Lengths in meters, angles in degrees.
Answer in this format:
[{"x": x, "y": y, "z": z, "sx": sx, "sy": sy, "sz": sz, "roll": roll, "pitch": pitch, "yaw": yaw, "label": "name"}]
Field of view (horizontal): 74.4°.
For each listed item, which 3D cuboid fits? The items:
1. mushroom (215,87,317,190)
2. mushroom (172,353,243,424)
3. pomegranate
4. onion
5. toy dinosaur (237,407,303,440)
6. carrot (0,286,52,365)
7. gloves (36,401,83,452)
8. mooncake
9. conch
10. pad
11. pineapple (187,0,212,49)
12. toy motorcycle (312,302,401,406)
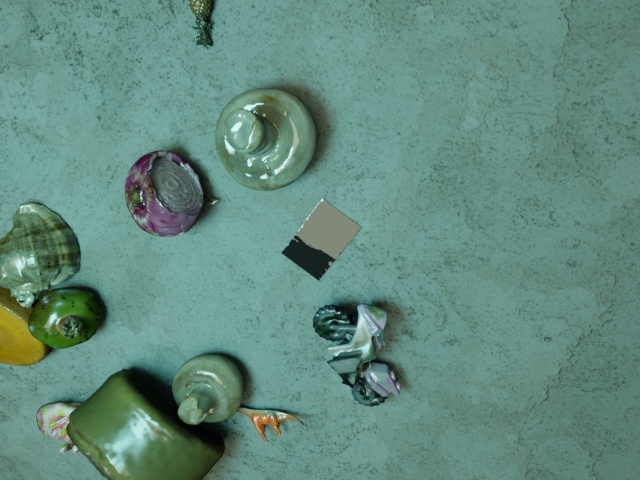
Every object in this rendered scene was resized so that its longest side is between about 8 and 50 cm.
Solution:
[{"x": -0.136, "y": -0.227, "z": 0.952, "sx": 0.243, "sy": 0.243, "sz": 0.244, "roll": 2, "pitch": 105, "yaw": 9, "label": "mushroom"}, {"x": -0.318, "y": 0.424, "z": 1.166, "sx": 0.204, "sy": 0.204, "sz": 0.204, "roll": 2, "pitch": 105, "yaw": 9, "label": "mushroom"}, {"x": -0.703, "y": 0.223, "z": 1.171, "sx": 0.180, "sy": 0.209, "sz": 0.180, "roll": -11, "pitch": 109, "yaw": -34, "label": "pomegranate"}, {"x": -0.399, "y": -0.108, "z": 1.056, "sx": 0.200, "sy": 0.200, "sz": 0.207, "roll": -30, "pitch": 111, "yaw": 15, "label": "onion"}, {"x": -0.179, "y": 0.534, "z": 1.250, "sx": 0.279, "sy": 0.055, "sz": 0.101, "roll": -11, "pitch": 93, "yaw": 13, "label": "toy dinosaur"}, {"x": -0.941, "y": 0.252, "z": 1.257, "sx": 0.307, "sy": 0.100, "sz": 0.258, "roll": 35, "pitch": 121, "yaw": -10, "label": "carrot"}, {"x": -0.770, "y": 0.575, "z": 1.322, "sx": 0.241, "sy": 0.126, "sz": 0.145, "roll": 7, "pitch": 81, "yaw": 10, "label": "gloves"}, {"x": -0.499, "y": 0.559, "z": 1.197, "sx": 0.394, "sy": 0.246, "sz": 0.393, "roll": 20, "pitch": 150, "yaw": 38, "label": "mooncake"}, {"x": -0.811, "y": 0.048, "z": 1.167, "sx": 0.210, "sy": 0.159, "sz": 0.291, "roll": 4, "pitch": 104, "yaw": 9, "label": "conch"}, {"x": 0.000, "y": 0.000, "z": 1.104, "sx": 0.127, "sy": 0.004, "sz": 0.190, "roll": 37, "pitch": 108, "yaw": -2, "label": "pad"}, {"x": -0.277, "y": -0.520, "z": 0.995, "sx": 0.058, "sy": 0.058, "sz": 0.124, "roll": 2, "pitch": 119, "yaw": 9, "label": "pineapple"}, {"x": 0.120, "y": 0.289, "z": 1.091, "sx": 0.188, "sy": 0.143, "sz": 0.327, "roll": -24, "pitch": 107, "yaw": 14, "label": "toy motorcycle"}]
